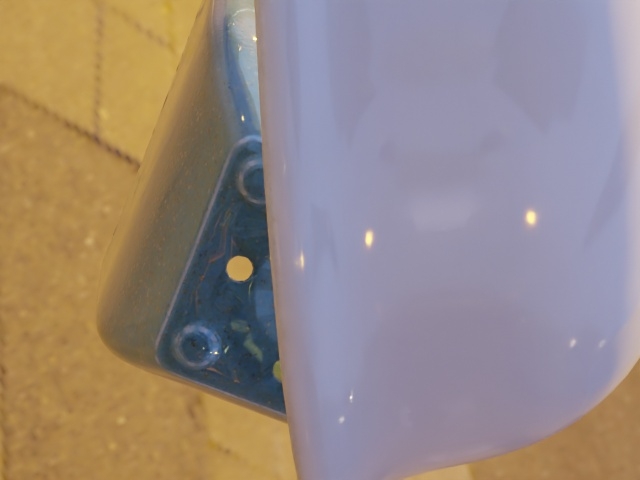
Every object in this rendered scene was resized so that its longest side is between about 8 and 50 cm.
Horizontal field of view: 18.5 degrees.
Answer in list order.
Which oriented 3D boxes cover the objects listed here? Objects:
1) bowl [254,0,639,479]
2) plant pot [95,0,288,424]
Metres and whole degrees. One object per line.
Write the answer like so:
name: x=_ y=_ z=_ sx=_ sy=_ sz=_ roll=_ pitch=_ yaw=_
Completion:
bowl: x=0.057 y=-0.065 z=0.581 sx=0.298 sy=0.134 sz=0.298 roll=-2 pitch=90 yaw=-86
plant pot: x=0.000 y=0.000 z=1.191 sx=0.248 sy=0.247 sz=0.252 roll=21 pitch=16 yaw=-4
